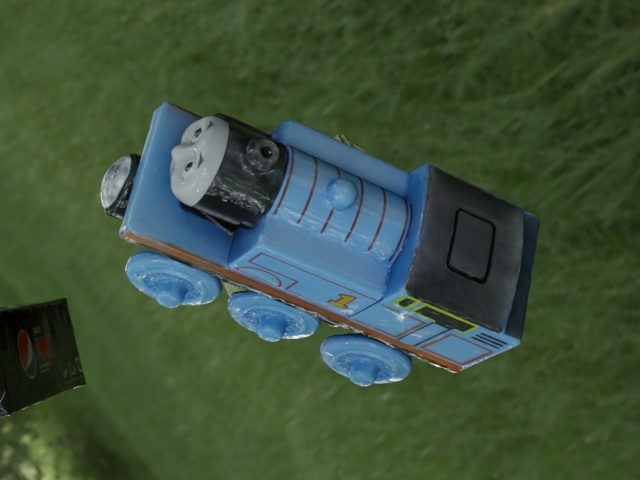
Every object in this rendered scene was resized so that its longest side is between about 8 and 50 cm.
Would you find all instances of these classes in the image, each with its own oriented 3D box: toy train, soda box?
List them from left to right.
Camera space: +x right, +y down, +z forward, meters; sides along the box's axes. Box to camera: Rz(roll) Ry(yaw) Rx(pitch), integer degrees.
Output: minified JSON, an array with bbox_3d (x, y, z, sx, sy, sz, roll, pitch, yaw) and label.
[{"bbox_3d":[-0.186,0.069,0.907,0.169,0.053,0.060,-5,-98,-85],"label":"soda box"},{"bbox_3d":[0.000,0.000,0.671,0.184,0.080,0.105,24,150,-21],"label":"toy train"}]

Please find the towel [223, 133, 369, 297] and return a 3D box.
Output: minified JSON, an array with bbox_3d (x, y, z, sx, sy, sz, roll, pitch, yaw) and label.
[{"bbox_3d":[-0.019,-0.016,1.181,0.027,0.148,0.110,49,-177,-26],"label":"towel"}]
